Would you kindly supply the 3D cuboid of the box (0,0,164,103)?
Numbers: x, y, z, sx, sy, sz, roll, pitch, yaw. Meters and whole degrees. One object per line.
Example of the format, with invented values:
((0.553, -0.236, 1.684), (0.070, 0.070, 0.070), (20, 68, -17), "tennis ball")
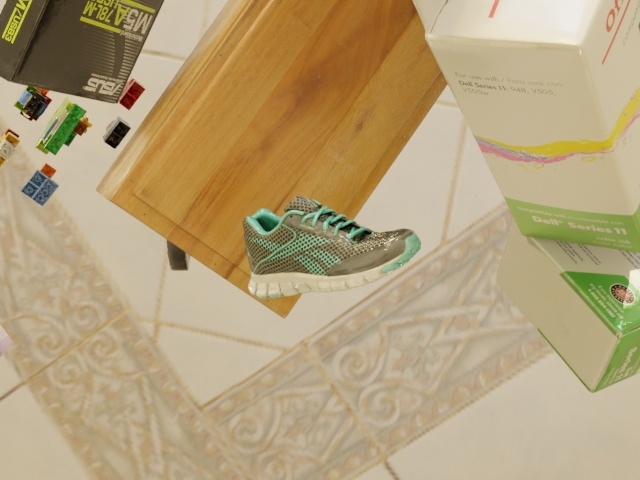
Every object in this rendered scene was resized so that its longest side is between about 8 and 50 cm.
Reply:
((-0.206, -0.221, 1.059), (0.045, 0.191, 0.184), (27, 98, 16), "box")

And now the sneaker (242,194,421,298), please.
((0.000, 0.000, 0.916), (0.166, 0.065, 0.076), (-9, 103, 36), "sneaker")

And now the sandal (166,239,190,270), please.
((-0.119, -0.081, 1.292), (0.055, 0.097, 0.254), (10, 57, 9), "sandal")

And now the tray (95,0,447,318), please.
((-0.001, -0.154, 1.078), (0.203, 0.076, 0.411), (36, 86, -24), "tray")

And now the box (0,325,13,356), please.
((-0.344, 0.121, 1.001), (0.067, 0.324, 0.063), (-34, 98, 6), "box")

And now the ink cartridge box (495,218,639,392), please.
((0.290, 0.027, 1.055), (0.208, 0.087, 0.153), (-18, 50, -24), "ink cartridge box")

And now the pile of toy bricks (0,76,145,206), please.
((-0.298, -0.140, 1.361), (0.118, 0.105, 0.212), (37, 95, -22), "pile of toy bricks")

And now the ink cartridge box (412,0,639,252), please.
((0.193, -0.165, 0.879), (0.119, 0.353, 0.207), (11, 67, 31), "ink cartridge box")
